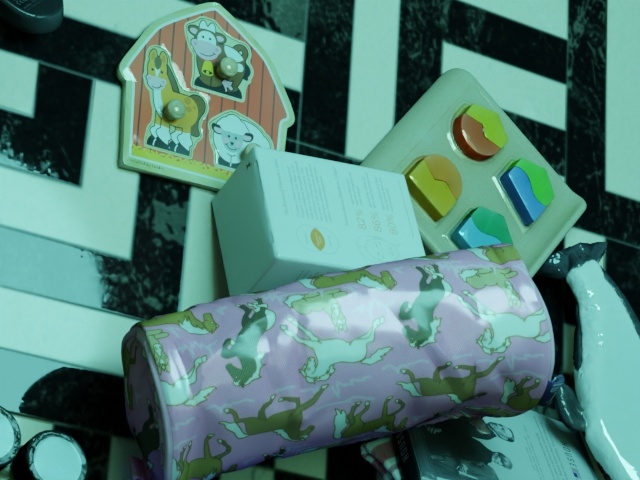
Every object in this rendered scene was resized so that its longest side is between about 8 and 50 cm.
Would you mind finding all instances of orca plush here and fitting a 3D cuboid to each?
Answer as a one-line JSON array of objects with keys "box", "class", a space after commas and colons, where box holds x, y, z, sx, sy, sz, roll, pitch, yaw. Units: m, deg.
[{"box": [0.282, 0.150, 1.930, 0.151, 0.102, 0.287, -18, 66, -23], "class": "orca plush"}]

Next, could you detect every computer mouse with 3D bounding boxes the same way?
[{"box": [-0.326, -0.278, 1.723, 0.242, 0.041, 0.071, 49, 46, -1], "class": "computer mouse"}]

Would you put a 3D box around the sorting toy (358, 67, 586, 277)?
[{"box": [0.162, -0.057, 1.942, 0.208, 0.038, 0.193, 46, 55, -5], "class": "sorting toy"}]

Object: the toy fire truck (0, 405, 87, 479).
[{"box": [-0.321, 0.257, 1.480, 0.217, 0.158, 0.246, 27, 50, -23], "class": "toy fire truck"}]

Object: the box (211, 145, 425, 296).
[{"box": [0.000, 0.000, 1.774, 0.170, 0.091, 0.130, 10, 50, -29], "class": "box"}]

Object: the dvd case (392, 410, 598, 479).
[{"box": [0.171, 0.210, 1.813, 0.238, 0.029, 0.179, 23, 28, -25], "class": "dvd case"}]

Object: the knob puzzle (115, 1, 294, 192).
[{"box": [-0.105, -0.144, 1.817, 0.213, 0.030, 0.213, 12, 67, -29], "class": "knob puzzle"}]

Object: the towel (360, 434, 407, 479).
[{"box": [0.134, 0.252, 1.767, 0.197, 0.029, 0.144, 48, 28, 23], "class": "towel"}]

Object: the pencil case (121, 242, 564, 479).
[{"box": [0.013, 0.114, 1.665, 0.386, 0.160, 0.167, -10, 79, -18], "class": "pencil case"}]
